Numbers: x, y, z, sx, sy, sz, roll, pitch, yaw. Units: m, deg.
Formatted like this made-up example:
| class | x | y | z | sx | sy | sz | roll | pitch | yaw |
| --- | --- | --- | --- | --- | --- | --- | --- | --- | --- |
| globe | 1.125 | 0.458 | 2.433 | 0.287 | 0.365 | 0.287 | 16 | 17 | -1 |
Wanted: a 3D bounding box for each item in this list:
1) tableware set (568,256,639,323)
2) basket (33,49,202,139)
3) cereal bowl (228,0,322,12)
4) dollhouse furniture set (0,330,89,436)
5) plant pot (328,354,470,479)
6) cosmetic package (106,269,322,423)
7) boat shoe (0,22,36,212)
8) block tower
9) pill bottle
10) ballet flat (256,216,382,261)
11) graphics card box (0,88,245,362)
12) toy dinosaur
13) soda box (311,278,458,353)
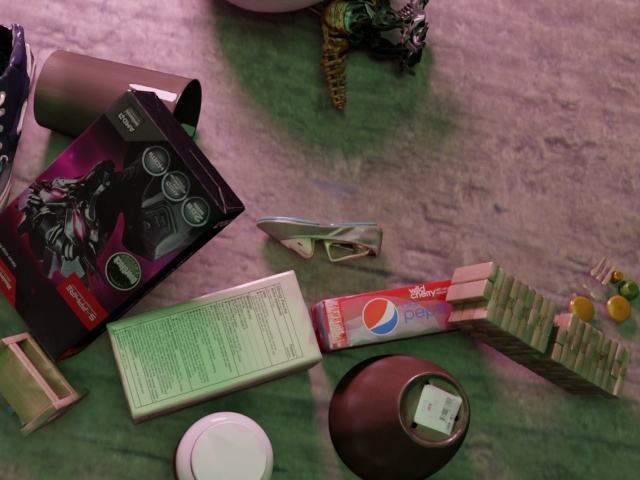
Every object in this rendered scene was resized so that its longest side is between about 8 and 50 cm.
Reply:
| class | x | y | z | sx | sy | sz | roll | pitch | yaw |
| --- | --- | --- | --- | --- | --- | --- | --- | --- | --- |
| tableware set | 0.493 | 0.113 | 1.635 | 0.104 | 0.024 | 0.154 | 39 | 71 | -3 |
| basket | -0.325 | -0.213 | 1.485 | 0.227 | 0.204 | 0.154 | 16 | 103 | 2 |
| cereal bowl | -0.046 | -0.516 | 1.596 | 0.339 | 0.141 | 0.338 | -10 | 57 | 15 |
| dollhouse furniture set | -0.469 | 0.243 | 1.377 | 0.184 | 0.129 | 0.129 | -40 | 86 | 7 |
| plant pot | 0.140 | 0.265 | 1.417 | 0.216 | 0.230 | 0.215 | 3 | 75 | -11 |
| cosmetic package | -0.165 | 0.166 | 1.437 | 0.296 | 0.129 | 0.153 | -14 | 78 | -14 |
| boat shoe | -0.530 | -0.182 | 1.439 | 0.127 | 0.158 | 0.340 | 10 | 74 | -8 |
| block tower | 0.352 | 0.152 | 1.504 | 0.336 | 0.097 | 0.090 | 30 | 68 | -24 |
| pill bottle | -0.141 | 0.318 | 1.340 | 0.137 | 0.245 | 0.136 | 3 | 75 | -10 |
| ballet flat | 0.000 | 0.000 | 1.542 | 0.213 | 0.072 | 0.068 | 3 | 79 | -11 |
| graphics card box | -0.320 | -0.018 | 1.378 | 0.371 | 0.094 | 0.232 | -39 | 85 | 16 |
| toy dinosaur | 0.076 | -0.380 | 1.641 | 0.219 | 0.164 | 0.321 | 12 | 92 | 7 |
| soda box | 0.124 | 0.122 | 1.522 | 0.263 | 0.092 | 0.083 | -8 | 81 | -14 |
